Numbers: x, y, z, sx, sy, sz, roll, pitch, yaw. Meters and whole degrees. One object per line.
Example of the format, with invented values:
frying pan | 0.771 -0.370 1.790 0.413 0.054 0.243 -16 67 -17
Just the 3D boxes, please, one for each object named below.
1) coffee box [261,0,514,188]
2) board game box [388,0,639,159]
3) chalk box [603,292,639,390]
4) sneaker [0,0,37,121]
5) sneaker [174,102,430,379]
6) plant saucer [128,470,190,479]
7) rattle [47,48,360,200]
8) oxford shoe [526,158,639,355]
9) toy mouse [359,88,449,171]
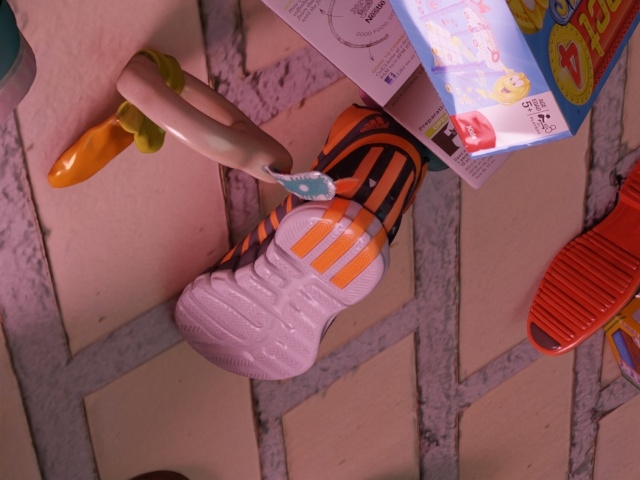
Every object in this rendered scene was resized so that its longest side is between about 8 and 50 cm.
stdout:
coffee box | 0.038 -0.188 1.498 0.119 0.168 0.297 -47 133 6
board game box | 0.130 -0.268 1.407 0.302 0.086 0.308 59 40 -24
chalk box | 0.457 0.118 2.300 0.180 0.179 0.289 -42 146 -8
sneaker | -0.332 -0.073 1.344 0.302 0.108 0.121 -46 146 -15
sneaker | 0.000 0.000 1.711 0.321 0.124 0.180 -35 -162 51
plant saucer | -0.183 0.299 1.934 0.168 0.029 0.168 -28 142 -24
rattle | -0.092 -0.046 1.536 0.142 0.200 0.130 -55 -172 -4
oxford shoe | 0.331 0.021 2.144 0.271 0.097 0.098 -49 151 4
toy mouse | 0.075 -0.102 1.719 0.031 0.143 0.161 -40 123 13
